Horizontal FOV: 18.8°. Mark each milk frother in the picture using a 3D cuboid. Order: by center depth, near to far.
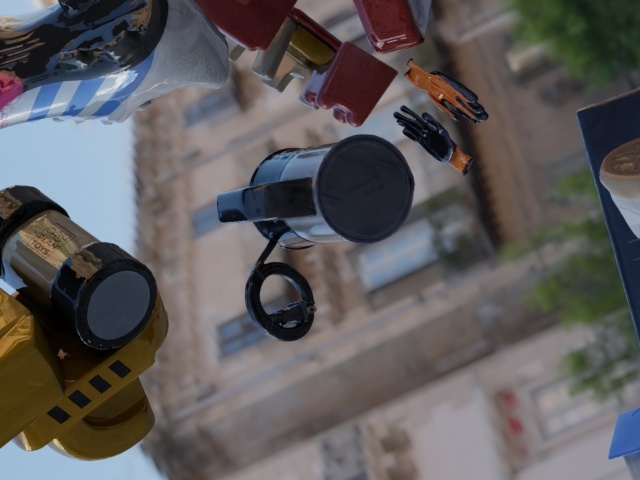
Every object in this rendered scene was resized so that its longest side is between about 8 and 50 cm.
[{"bbox_3d":[0.000,0.000,1.505,0.135,0.129,0.143,-5,111,66],"label":"milk frother"}]

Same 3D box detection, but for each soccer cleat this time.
[{"bbox_3d":[-0.224,-0.129,1.567,0.143,0.331,0.116,29,-122,-52],"label":"soccer cleat"}]

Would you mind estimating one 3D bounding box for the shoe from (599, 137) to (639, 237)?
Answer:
[{"bbox_3d":[0.259,-0.039,1.029,0.076,0.219,0.058,-48,-59,-54],"label":"shoe"}]

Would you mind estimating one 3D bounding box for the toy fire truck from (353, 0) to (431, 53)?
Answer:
[{"bbox_3d":[0.030,-0.300,1.453,0.302,0.169,0.254,-78,-29,-62],"label":"toy fire truck"}]

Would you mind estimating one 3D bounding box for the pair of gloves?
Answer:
[{"bbox_3d":[0.090,-0.094,1.451,0.074,0.010,0.083,36,144,18],"label":"pair of gloves"}]

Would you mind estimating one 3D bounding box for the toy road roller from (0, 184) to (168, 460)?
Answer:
[{"bbox_3d":[-0.294,0.130,1.852,0.202,0.329,0.240,31,149,43],"label":"toy road roller"}]

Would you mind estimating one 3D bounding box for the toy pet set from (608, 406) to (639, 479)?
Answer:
[{"bbox_3d":[0.294,0.153,1.531,0.122,0.114,0.065,-16,-96,-42],"label":"toy pet set"}]

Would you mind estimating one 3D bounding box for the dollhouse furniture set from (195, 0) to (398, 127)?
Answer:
[{"bbox_3d":[-0.042,-0.237,1.759,0.201,0.152,0.374,30,180,36],"label":"dollhouse furniture set"}]

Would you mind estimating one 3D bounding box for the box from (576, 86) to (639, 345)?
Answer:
[{"bbox_3d":[0.529,0.059,1.941,0.480,0.297,0.472,2,-110,-59],"label":"box"}]
